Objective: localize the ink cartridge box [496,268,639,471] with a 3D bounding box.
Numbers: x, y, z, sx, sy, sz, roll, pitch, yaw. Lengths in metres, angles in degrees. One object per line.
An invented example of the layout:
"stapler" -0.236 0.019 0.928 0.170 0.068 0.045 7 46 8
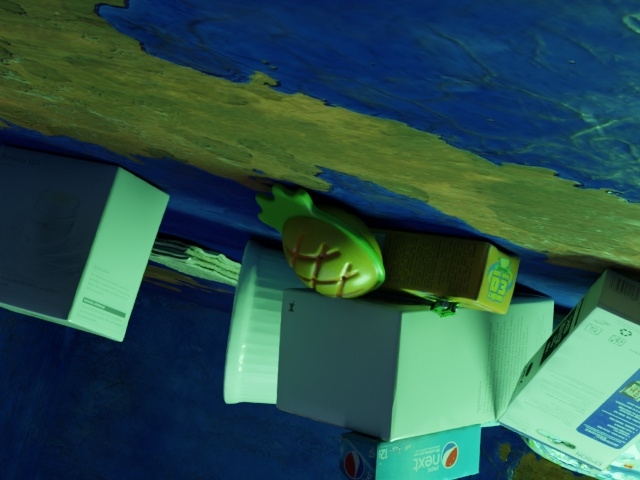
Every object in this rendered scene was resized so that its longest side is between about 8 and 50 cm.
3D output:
"ink cartridge box" 0.352 0.171 1.304 0.165 0.065 0.332 25 144 1

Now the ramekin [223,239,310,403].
"ramekin" -0.075 0.145 1.768 0.135 0.277 0.277 9 171 1

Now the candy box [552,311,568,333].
"candy box" 0.415 0.157 1.579 0.206 0.027 0.105 15 -156 3

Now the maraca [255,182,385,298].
"maraca" 0.000 0.000 1.276 0.186 0.099 0.127 43 144 -15

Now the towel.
"towel" -0.264 0.040 2.161 0.187 0.049 0.282 13 172 26

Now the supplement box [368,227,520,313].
"supplement box" 0.126 0.034 1.314 0.233 0.080 0.078 5 168 43

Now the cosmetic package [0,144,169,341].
"cosmetic package" -0.369 0.001 1.499 0.224 0.224 0.138 11 168 27

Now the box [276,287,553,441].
"box" 0.137 0.155 1.462 0.345 0.168 0.215 1 -175 -45

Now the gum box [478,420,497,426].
"gum box" 0.213 0.254 1.639 0.184 0.041 0.157 1 -176 -35

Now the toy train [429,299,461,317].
"toy train" 0.149 0.080 1.262 0.024 0.017 0.083 26 172 -1

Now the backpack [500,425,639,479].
"backpack" 0.498 0.312 1.929 0.355 0.273 0.290 2 -175 -5

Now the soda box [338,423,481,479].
"soda box" 0.119 0.279 1.375 0.210 0.071 0.067 0 -176 -44
